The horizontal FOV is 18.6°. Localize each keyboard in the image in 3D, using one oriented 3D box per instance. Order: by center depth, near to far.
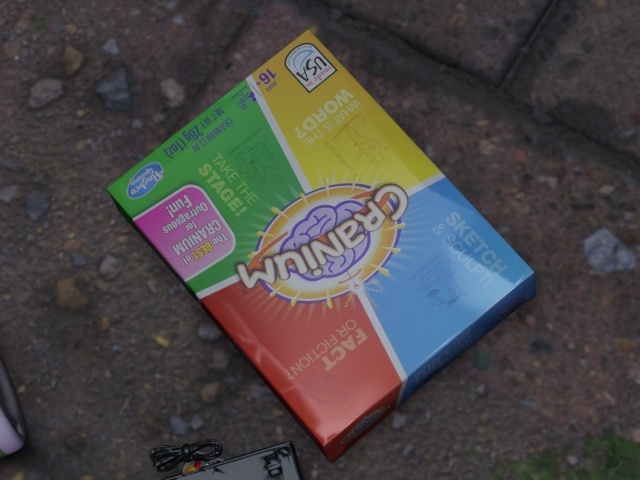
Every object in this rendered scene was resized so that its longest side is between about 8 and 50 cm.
[{"bbox_3d":[-0.103,0.220,1.664,0.180,0.023,0.108,-17,76,0],"label":"keyboard"}]

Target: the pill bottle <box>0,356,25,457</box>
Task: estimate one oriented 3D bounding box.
[{"bbox_3d":[-0.393,0.164,1.697,0.246,0.136,0.136,-22,70,-1],"label":"pill bottle"}]

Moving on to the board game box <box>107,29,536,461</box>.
[{"bbox_3d":[0.000,0.000,1.745,0.242,0.064,0.316,-40,71,-7],"label":"board game box"}]

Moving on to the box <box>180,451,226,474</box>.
[{"bbox_3d":[-0.092,0.293,1.668,0.114,0.036,0.207,15,73,12],"label":"box"}]
